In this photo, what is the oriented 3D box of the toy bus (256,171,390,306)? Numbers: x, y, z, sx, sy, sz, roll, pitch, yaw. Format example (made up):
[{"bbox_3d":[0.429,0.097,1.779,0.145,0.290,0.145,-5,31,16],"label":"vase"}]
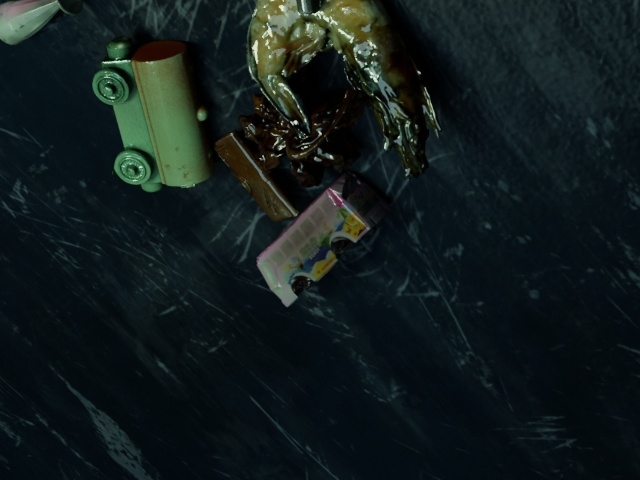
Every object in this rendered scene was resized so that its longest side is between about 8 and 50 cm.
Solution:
[{"bbox_3d":[0.000,0.000,2.036,0.112,0.090,0.274,45,132,-1],"label":"toy bus"}]

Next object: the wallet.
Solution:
[{"bbox_3d":[-0.111,-0.105,2.028,0.176,0.026,0.095,51,155,-11],"label":"wallet"}]

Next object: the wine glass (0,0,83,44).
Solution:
[{"bbox_3d":[-0.473,-0.385,2.000,0.155,0.073,0.073,-18,115,33],"label":"wine glass"}]

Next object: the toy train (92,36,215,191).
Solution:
[{"bbox_3d":[-0.271,-0.210,2.011,0.177,0.116,0.285,-1,123,13],"label":"toy train"}]

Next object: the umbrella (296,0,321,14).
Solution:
[{"bbox_3d":[-0.034,-0.441,1.716,0.066,0.059,0.236,3,111,31],"label":"umbrella"}]

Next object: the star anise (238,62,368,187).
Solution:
[{"bbox_3d":[-0.034,-0.175,1.897,0.190,0.126,0.220,16,133,15],"label":"star anise"}]

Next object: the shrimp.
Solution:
[{"bbox_3d":[0.027,-0.239,1.794,0.233,0.071,0.365,-27,94,16],"label":"shrimp"}]
